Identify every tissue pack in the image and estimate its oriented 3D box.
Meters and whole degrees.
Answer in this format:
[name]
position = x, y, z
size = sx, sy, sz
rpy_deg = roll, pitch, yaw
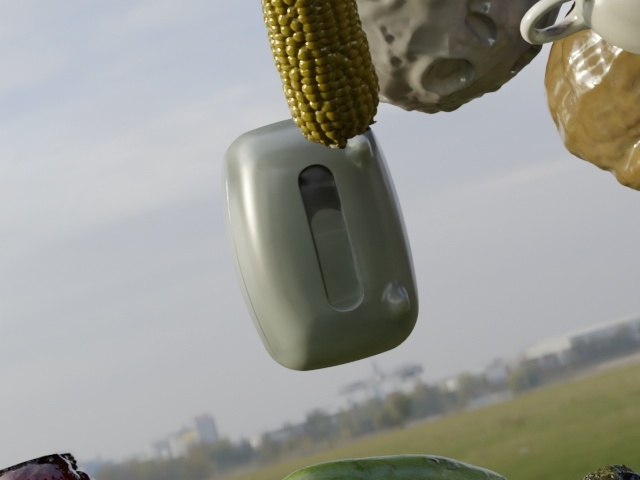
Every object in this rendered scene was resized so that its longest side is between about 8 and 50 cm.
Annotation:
[tissue pack]
position = 0.000, 0.000, 2.092
size = 0.229, 0.333, 0.236
rpy_deg = -14, -1, -14

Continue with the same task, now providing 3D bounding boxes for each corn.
[corn]
position = -0.009, -0.204, 1.447
size = 0.091, 0.260, 0.091
rpy_deg = -9, 35, 13

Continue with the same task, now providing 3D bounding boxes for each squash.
[squash]
position = 0.092, 0.295, 1.774
size = 0.371, 0.118, 0.118
rpy_deg = -2, -13, -35

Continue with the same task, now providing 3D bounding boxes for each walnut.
[walnut]
position = 0.396, -0.184, 1.684
size = 0.296, 0.285, 0.285
rpy_deg = 18, -7, 2

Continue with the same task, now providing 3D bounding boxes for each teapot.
[teapot]
position = 0.266, -0.214, 1.268
size = 0.226, 0.145, 0.092
rpy_deg = -19, -28, 1

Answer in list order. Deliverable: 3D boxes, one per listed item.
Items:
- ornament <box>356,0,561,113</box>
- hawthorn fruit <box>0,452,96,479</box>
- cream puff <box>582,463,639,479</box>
[ornament]
position = 0.122, -0.316, 1.815
size = 0.337, 0.337, 0.337
rpy_deg = -15, -7, -2
[hawthorn fruit]
position = -0.350, 0.383, 1.949
size = 0.190, 0.251, 0.189
rpy_deg = 8, -12, 2
[cream puff]
position = 0.289, 0.297, 1.501
size = 0.169, 0.183, 0.183
rpy_deg = -61, -19, 10
